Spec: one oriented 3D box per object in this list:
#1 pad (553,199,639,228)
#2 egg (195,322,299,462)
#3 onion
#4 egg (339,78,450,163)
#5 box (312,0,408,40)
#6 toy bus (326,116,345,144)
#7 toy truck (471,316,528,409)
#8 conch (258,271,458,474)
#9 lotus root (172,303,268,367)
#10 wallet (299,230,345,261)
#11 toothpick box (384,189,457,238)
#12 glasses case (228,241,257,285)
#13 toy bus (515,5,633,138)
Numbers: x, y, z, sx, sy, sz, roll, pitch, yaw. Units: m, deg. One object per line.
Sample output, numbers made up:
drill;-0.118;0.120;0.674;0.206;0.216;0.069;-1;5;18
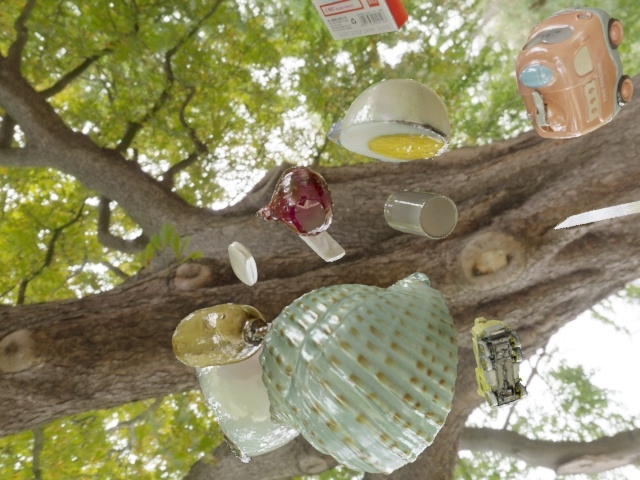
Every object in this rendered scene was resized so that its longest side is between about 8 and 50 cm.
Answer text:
pad;0.421;-0.042;0.716;0.266;0.176;0.002;8;-109;-71
egg;-0.131;0.386;1.481;0.354;0.340;0.354;61;175;9
onion;-0.074;-0.095;1.429;0.140;0.218;0.195;-109;3;-65
egg;0.211;-0.350;1.467;0.337;0.337;0.200;20;-108;-55
box;0.088;-0.549;1.244;0.050;0.229;0.123;-54;-51;-20
toy bus;0.083;-0.406;1.940;0.075;0.064;0.190;24;172;-17
toy truck;0.535;0.368;1.615;0.157;0.124;0.272;-117;12;-69
conch;0.040;0.185;0.800;0.215;0.319;0.303;17;-159;-37
lotus root;-0.231;0.220;1.222;0.160;0.284;0.146;-23;-83;-50
wallet;0.000;0.000;1.879;0.183;0.031;0.124;45;-145;23
toothpick box;0.246;-0.068;1.308;0.111;0.111;0.181;50;170;-20
glasses case;-0.238;0.074;1.609;0.081;0.051;0.204;37;155;19
toy bus;0.565;-0.372;1.217;0.194;0.232;0.287;18;140;57
